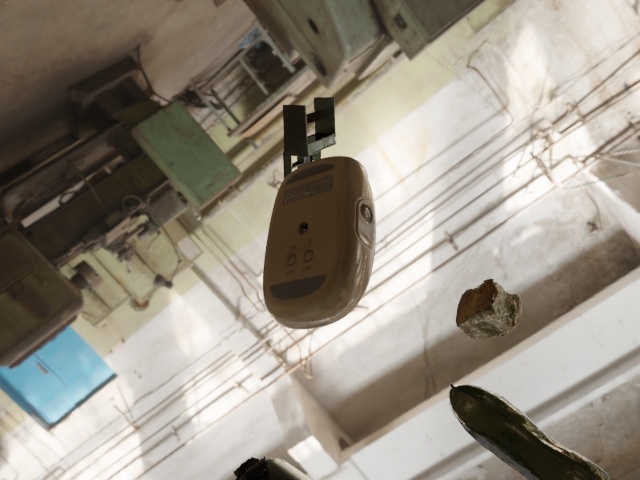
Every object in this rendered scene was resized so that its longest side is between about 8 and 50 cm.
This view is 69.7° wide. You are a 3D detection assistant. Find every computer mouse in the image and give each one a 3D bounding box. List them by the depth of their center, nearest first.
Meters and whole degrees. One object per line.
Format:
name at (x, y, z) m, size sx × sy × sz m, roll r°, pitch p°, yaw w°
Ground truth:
computer mouse at (0.000, 0.000, 0.583) m, size 0.145 × 0.082 × 0.236 m, roll -17°, pitch -127°, yaw 30°

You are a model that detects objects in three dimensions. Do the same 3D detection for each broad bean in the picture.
broad bean at (0.173, 0.172, 0.292) m, size 0.039 × 0.227 × 0.069 m, roll -41°, pitch 152°, yaw -12°

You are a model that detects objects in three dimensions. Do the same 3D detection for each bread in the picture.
bread at (0.266, 0.114, 0.724) m, size 0.083 × 0.077 × 0.070 m, roll -40°, pitch -159°, yaw 48°

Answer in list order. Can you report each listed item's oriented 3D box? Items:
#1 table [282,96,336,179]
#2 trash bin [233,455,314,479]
table at (-0.022, -0.216, 1.010) m, size 0.063 × 0.175 × 0.146 m, roll 9°, pitch -154°, yaw 25°
trash bin at (-0.036, 0.570, 0.869) m, size 0.203 × 0.251 × 0.302 m, roll -23°, pitch -164°, yaw -36°
